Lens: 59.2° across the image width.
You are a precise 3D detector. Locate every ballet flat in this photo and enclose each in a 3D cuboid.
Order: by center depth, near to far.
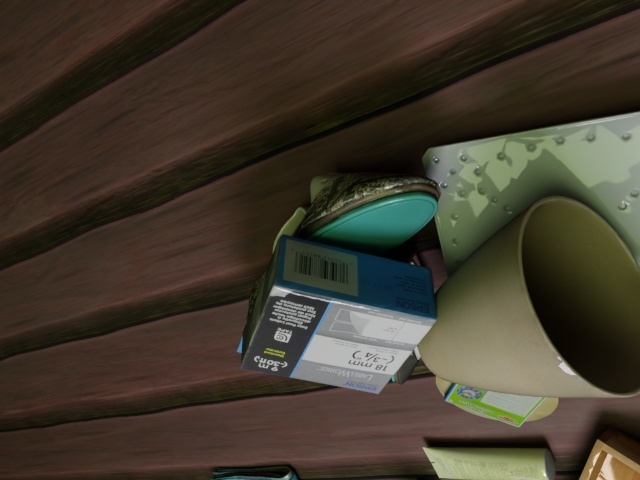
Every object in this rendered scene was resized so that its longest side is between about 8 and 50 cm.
[{"bbox_3d":[0.000,0.000,0.950,0.163,0.182,0.483,11,139,-31],"label":"ballet flat"},{"bbox_3d":[0.154,0.134,0.995,0.096,0.095,0.281,-7,112,15],"label":"ballet flat"}]

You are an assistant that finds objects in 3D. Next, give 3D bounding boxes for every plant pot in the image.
[{"bbox_3d":[0.266,0.112,0.794,0.256,0.256,0.274,49,141,-4],"label":"plant pot"}]

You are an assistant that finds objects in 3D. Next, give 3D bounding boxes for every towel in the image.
[{"bbox_3d":[-0.102,0.737,1.450,0.271,0.040,0.370,-16,107,32],"label":"towel"}]

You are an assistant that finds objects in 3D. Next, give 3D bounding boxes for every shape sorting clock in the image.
[{"bbox_3d":[0.306,0.260,0.988,0.206,0.040,0.206,12,135,12],"label":"shape sorting clock"}]

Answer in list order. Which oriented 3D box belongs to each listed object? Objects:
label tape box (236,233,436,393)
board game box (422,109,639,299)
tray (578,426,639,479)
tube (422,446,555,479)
[{"bbox_3d":[0.005,0.158,0.905,0.240,0.106,0.334,13,135,-11],"label":"label tape box"},{"bbox_3d":[0.383,0.011,0.847,0.389,0.050,0.390,-6,112,28],"label":"board game box"},{"bbox_3d":[0.512,0.551,0.962,0.202,0.076,0.411,30,117,41],"label":"tray"},{"bbox_3d":[0.321,0.430,1.087,0.240,0.062,0.070,-15,74,35],"label":"tube"}]
